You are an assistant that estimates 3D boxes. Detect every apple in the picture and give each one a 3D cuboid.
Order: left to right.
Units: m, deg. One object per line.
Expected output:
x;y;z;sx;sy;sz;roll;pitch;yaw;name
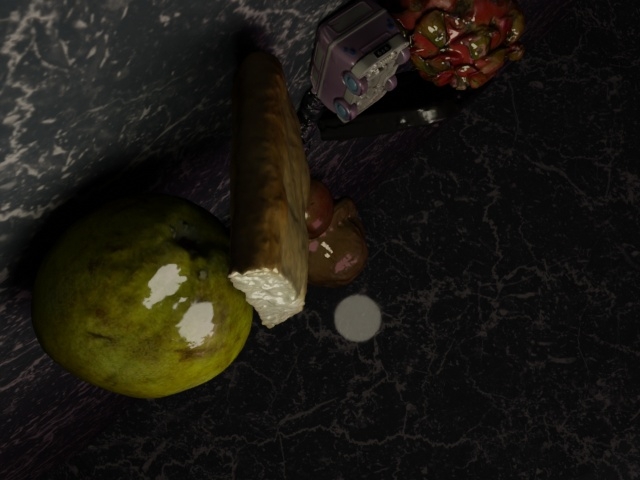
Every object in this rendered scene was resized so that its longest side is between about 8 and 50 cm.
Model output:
-0.052;-0.096;1.709;0.188;0.189;0.173;127;-28;-60;apple

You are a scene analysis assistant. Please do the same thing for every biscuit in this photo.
-0.071;-0.076;0.923;0.104;0.445;0.429;-4;155;4;biscuit

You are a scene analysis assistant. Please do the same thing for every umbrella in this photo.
-0.031;-0.275;1.268;0.072;0.080;0.224;0;150;-23;umbrella

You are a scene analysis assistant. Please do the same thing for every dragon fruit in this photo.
0.303;-0.454;1.159;0.296;0.263;0.314;-44;173;19;dragon fruit

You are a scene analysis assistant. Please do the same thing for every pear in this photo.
-0.289;0.091;0.950;0.352;0.352;0.413;-36;175;-46;pear

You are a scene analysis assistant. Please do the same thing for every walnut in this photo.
0.007;0.005;1.981;0.384;0.383;0.383;-41;174;-6;walnut

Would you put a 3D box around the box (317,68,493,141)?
0.202;-0.336;1.360;0.359;0.090;0.350;1;-150;41;box

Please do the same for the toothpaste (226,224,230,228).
-0.284;-0.016;1.668;0.083;0.017;0.020;-44;174;13;toothpaste

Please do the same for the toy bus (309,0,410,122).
0.067;-0.335;1.071;0.142;0.142;0.202;-40;173;-16;toy bus

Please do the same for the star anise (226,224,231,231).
-0.170;-0.051;1.572;0.220;0.126;0.190;-35;129;-14;star anise
